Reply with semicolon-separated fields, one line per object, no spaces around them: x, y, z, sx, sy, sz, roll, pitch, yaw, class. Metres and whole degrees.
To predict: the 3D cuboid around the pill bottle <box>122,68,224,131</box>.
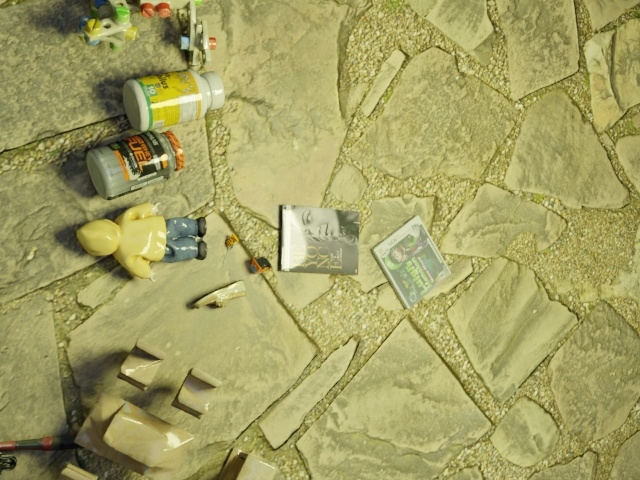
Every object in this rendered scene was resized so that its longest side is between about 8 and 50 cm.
-0.328;-0.321;1.829;0.208;0.117;0.118;-17;94;-27;pill bottle

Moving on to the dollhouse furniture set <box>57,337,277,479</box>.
-0.320;0.465;1.741;0.394;0.256;0.362;28;72;-6;dollhouse furniture set

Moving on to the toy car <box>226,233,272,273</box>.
-0.173;0.035;1.941;0.122;0.060;0.040;45;111;0;toy car

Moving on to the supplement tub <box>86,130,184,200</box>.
-0.403;-0.170;1.778;0.190;0.117;0.117;-24;97;-28;supplement tub

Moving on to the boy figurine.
-0.392;0.004;1.786;0.285;0.092;0.177;-2;87;-27;boy figurine

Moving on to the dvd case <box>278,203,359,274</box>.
0.000;0.000;2.034;0.221;0.018;0.165;4;84;-28;dvd case

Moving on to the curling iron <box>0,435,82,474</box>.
-0.566;0.435;1.694;0.274;0.035;0.068;-4;109;-33;curling iron

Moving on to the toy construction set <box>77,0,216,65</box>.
-0.377;-0.502;1.799;0.327;0.151;0.215;4;60;-35;toy construction set

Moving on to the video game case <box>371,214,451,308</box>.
0.243;0.057;2.156;0.173;0.022;0.190;-36;103;-25;video game case

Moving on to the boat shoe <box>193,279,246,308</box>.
-0.230;0.134;1.883;0.135;0.050;0.045;-23;92;-27;boat shoe
